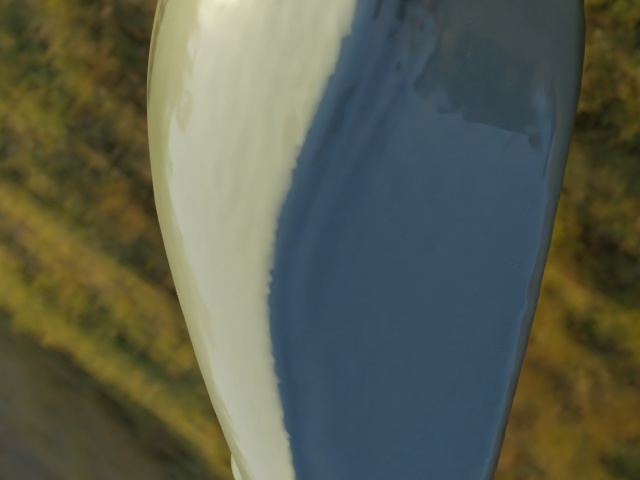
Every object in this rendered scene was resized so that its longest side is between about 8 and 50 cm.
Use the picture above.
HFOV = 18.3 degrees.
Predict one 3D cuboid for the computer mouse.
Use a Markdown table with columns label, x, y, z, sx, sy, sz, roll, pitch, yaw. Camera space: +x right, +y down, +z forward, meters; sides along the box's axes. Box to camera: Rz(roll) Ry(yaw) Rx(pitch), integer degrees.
| label | x | y | z | sx | sy | sz | roll | pitch | yaw |
| --- | --- | --- | --- | --- | --- | --- | --- | --- | --- |
| computer mouse | 0.000 | 0.000 | 0.437 | 0.079 | 0.128 | 0.231 | 1 | 121 | -8 |
